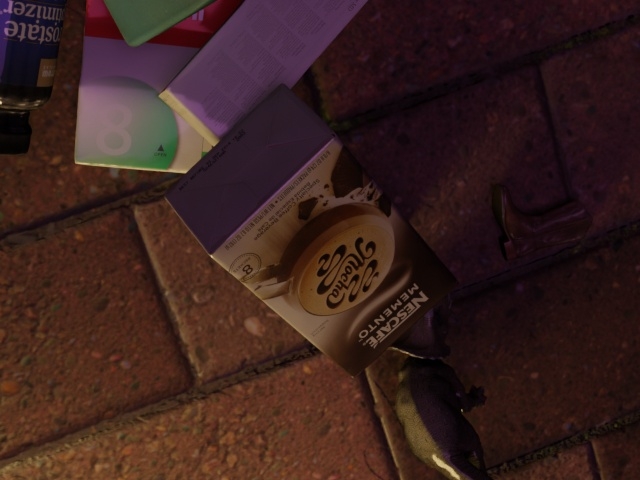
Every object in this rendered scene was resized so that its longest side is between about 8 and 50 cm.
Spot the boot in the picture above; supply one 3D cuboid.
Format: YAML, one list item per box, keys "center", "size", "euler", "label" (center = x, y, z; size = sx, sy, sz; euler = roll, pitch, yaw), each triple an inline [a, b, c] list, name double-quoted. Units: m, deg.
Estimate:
- center: [0.267, -0.035, 1.315]
  size: [0.114, 0.037, 0.106]
  euler: [-16, 121, -4]
  label: "boot"

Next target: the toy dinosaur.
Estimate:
- center: [0.134, 0.209, 1.268]
  size: [0.121, 0.314, 0.160]
  euler: [-26, 136, 23]
  label: "toy dinosaur"

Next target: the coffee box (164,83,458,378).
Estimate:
- center: [0.000, 0.000, 1.162]
  size: [0.168, 0.119, 0.297]
  euler: [-44, 137, 2]
  label: "coffee box"

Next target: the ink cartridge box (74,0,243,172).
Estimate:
- center: [-0.164, -0.187, 1.174]
  size: [0.181, 0.056, 0.225]
  euler: [4, 105, -14]
  label: "ink cartridge box"

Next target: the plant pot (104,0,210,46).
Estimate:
- center: [-0.103, -0.311, 1.027]
  size: [0.165, 0.234, 0.165]
  euler: [-39, 109, -33]
  label: "plant pot"

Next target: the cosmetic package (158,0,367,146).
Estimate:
- center: [-0.055, -0.209, 1.156]
  size: [0.099, 0.060, 0.239]
  euler: [42, 78, -11]
  label: "cosmetic package"

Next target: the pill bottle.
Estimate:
- center: [-0.323, -0.202, 1.098]
  size: [0.122, 0.123, 0.219]
  euler: [9, 103, -14]
  label: "pill bottle"
